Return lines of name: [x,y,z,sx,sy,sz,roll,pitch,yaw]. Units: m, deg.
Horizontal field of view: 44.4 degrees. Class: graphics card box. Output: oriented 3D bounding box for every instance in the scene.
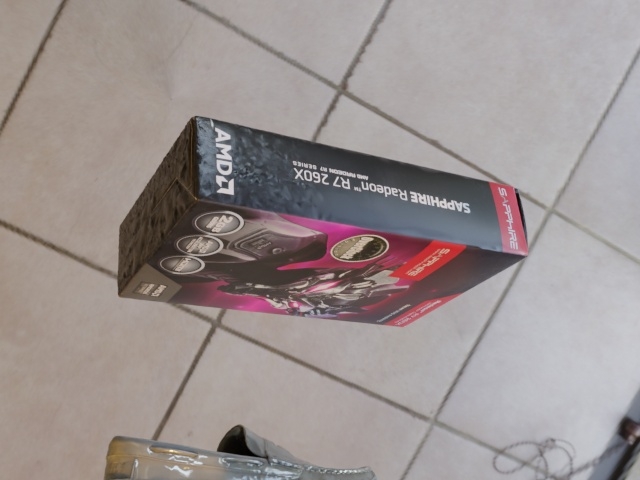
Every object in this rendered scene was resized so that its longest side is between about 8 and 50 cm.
graphics card box: [0.000,0.000,0.816,0.371,0.233,0.094,10,61,-28]

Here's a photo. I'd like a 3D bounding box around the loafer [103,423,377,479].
loafer: [-0.070,0.248,0.819,0.319,0.112,0.111,10,61,-37]
